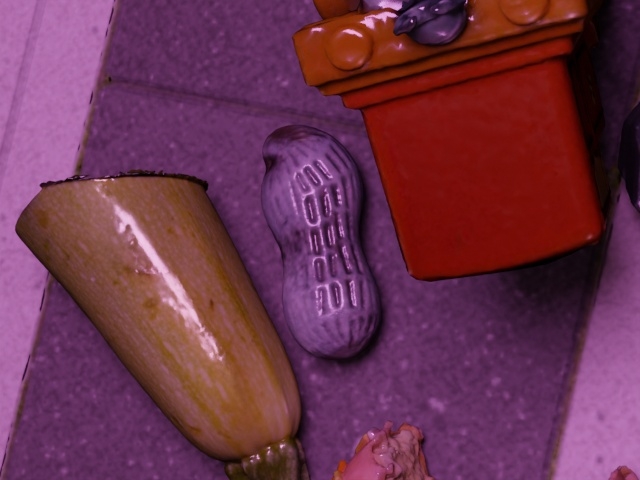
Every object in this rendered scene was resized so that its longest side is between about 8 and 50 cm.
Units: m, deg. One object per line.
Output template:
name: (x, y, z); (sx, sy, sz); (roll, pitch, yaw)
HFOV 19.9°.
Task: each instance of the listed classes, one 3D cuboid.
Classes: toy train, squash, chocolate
toy train: (0.096, -0.111, 1.083); (0.163, 0.369, 0.231); (-11, 99, 13)
squash: (-0.074, 0.063, 1.247); (0.137, 0.137, 0.287); (-42, 76, 11)
chocolate: (0.000, 0.000, 1.246); (0.072, 0.072, 0.167); (-15, 77, 19)

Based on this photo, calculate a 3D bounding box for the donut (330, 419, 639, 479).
donut: (0.096, 0.226, 1.171); (0.233, 0.085, 0.199); (7, 86, 23)

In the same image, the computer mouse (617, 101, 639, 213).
computer mouse: (0.297, -0.030, 1.138); (0.231, 0.071, 0.126); (24, 105, 14)
